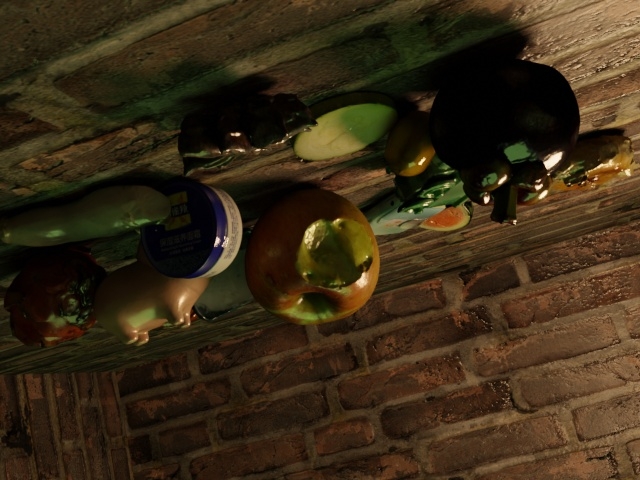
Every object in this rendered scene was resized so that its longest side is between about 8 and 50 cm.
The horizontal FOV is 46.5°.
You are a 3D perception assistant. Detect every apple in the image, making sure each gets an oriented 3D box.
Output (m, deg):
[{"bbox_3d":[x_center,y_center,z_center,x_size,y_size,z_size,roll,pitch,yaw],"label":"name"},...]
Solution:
[{"bbox_3d":[-0.021,0.035,1.818,0.340,0.339,0.339,-13,167,-3],"label":"apple"}]

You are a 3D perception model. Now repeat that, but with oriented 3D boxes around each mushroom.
[{"bbox_3d":[-0.479,-0.043,1.506,0.352,0.097,0.109,-12,166,3],"label":"mushroom"}]

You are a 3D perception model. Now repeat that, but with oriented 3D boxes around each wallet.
[{"bbox_3d":[0.222,-0.080,2.135,0.176,0.075,0.250,-1,163,-33],"label":"wallet"}]

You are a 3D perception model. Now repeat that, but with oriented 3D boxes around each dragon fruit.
[{"bbox_3d":[-0.645,0.141,1.833,0.250,0.250,0.315,-10,153,-17],"label":"dragon fruit"}]

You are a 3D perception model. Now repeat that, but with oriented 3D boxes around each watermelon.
[{"bbox_3d":[0.413,-0.081,2.389,0.119,0.063,0.245,13,162,-23],"label":"watermelon"}]

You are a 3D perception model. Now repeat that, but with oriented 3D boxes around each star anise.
[{"bbox_3d":[-0.129,-0.189,1.242,0.223,0.108,0.236,-13,-173,32],"label":"star anise"}]

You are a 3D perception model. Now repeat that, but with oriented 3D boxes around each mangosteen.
[{"bbox_3d":[0.330,-0.175,1.343,0.275,0.302,0.275,1,169,0],"label":"mangosteen"}]

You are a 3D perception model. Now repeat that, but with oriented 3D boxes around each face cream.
[{"bbox_3d":[-0.269,-0.022,1.568,0.206,0.205,0.111,-21,170,25],"label":"face cream"}]

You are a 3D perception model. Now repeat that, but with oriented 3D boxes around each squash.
[{"bbox_3d":[0.045,-0.224,1.437,0.219,0.041,0.219,-16,164,-5],"label":"squash"}]

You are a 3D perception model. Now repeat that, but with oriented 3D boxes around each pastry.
[{"bbox_3d":[0.738,-0.204,2.054,0.257,0.120,0.236,-20,166,25],"label":"pastry"}]

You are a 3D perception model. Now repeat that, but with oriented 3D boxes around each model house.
[{"bbox_3d":[-0.285,0.086,2.034,0.253,0.184,0.291,-33,-166,-19],"label":"model house"}]

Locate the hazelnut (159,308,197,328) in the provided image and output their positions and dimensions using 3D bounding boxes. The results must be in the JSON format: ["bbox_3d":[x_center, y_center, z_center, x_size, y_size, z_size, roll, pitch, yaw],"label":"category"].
[{"bbox_3d":[-0.430,0.170,2.175,0.208,0.208,0.208,-13,167,-3],"label":"hazelnut"}]

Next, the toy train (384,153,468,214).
[{"bbox_3d":[0.270,-0.156,1.715,0.202,0.145,0.266,-13,168,-20],"label":"toy train"}]

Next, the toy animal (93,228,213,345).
[{"bbox_3d":[-0.383,0.088,1.755,0.326,0.269,0.237,-23,170,-5],"label":"toy animal"}]

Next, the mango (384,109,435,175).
[{"bbox_3d":[0.182,-0.184,1.470,0.098,0.195,0.137,24,117,-5],"label":"mango"}]
